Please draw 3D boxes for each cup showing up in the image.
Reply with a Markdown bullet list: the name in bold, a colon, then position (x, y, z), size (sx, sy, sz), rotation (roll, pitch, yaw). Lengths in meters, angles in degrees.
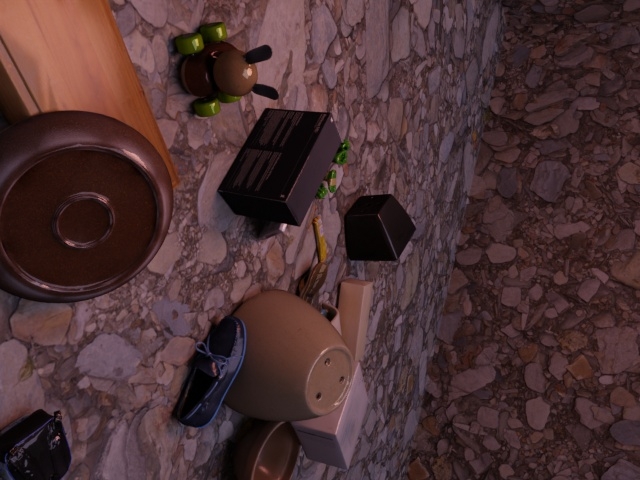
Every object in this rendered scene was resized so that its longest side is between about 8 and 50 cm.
- **cup**: position (-0.057, 0.305, 1.313), size (0.330, 0.236, 0.332), rotation (-11, 105, -45)

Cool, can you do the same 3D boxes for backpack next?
- **backpack**: position (-0.453, 0.335, 0.836), size (0.105, 0.084, 0.115), rotation (-41, 129, -51)

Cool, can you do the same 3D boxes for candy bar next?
- **candy bar**: position (0.000, 0.000, 1.626), size (0.040, 0.018, 0.162), rotation (-50, 140, -48)

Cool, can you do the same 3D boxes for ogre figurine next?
- **ogre figurine**: position (-0.003, -0.202, 1.452), size (0.097, 0.118, 0.197), rotation (36, 68, -64)

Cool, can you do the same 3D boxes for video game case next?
- **video game case**: position (-0.096, -0.082, 1.317), size (0.019, 0.143, 0.157), rotation (28, 70, -20)

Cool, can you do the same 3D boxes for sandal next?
- **sandal**: position (-0.039, 0.141, 1.578), size (0.072, 0.049, 0.180), rotation (27, 90, -55)

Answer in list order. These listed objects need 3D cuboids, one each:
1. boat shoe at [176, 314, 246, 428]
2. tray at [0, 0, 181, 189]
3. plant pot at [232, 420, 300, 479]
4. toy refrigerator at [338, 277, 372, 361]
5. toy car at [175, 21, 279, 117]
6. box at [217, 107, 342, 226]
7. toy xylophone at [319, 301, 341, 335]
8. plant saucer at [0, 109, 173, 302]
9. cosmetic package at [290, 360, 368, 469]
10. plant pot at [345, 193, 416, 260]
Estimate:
- **boat shoe**: position (-0.240, 0.292, 1.194), size (0.089, 0.108, 0.259), rotation (35, 66, -55)
- **tray**: position (-0.370, -0.211, 0.825), size (0.203, 0.076, 0.411), rotation (-53, 142, -40)
- **plant pot**: position (-0.157, 0.579, 1.432), size (0.237, 0.109, 0.238), rotation (-31, 126, -55)
- **toy refrigerator**: position (0.107, 0.273, 1.839), size (0.102, 0.094, 0.270), rotation (-12, 111, -67)
- **toy car**: position (-0.162, -0.332, 1.041), size (0.149, 0.188, 0.155), rotation (-49, 139, -43)
- **box**: position (-0.087, -0.176, 1.236), size (0.261, 0.184, 0.103), rotation (-65, 148, -25)
- **toy xylophone**: position (-0.021, 0.350, 1.635), size (0.322, 0.081, 0.237), rotation (-35, 129, -53)
- **plant saucer**: position (-0.359, -0.034, 0.800), size (0.310, 0.050, 0.311), rotation (-21, 126, -32)
- **cosmetic package**: position (0.035, 0.487, 1.524), size (0.225, 0.138, 0.224), rotation (77, 29, -44)
- **plant pot**: position (0.186, -0.053, 1.800), size (0.187, 0.188, 0.167), rotation (-51, 127, -41)
